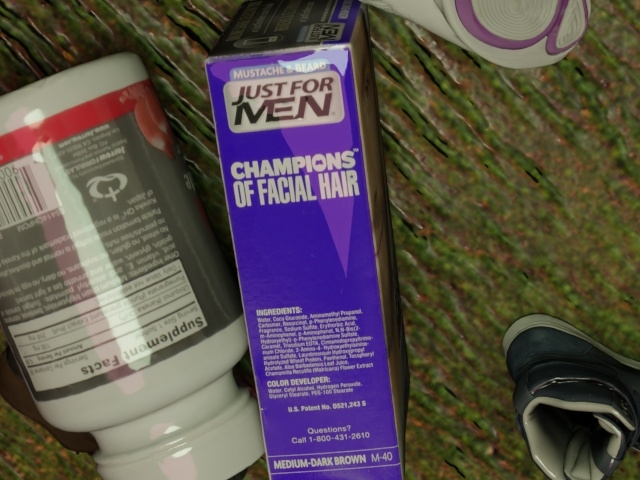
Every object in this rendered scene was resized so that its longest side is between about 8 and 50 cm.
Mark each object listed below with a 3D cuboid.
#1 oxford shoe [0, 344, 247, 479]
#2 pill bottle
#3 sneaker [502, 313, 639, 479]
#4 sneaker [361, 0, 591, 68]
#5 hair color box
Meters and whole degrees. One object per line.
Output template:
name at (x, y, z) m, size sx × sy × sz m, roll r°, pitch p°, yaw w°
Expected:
oxford shoe at (-0.167, 0.148, 1.215) m, size 0.227 × 0.083 × 0.096 m, roll 31°, pitch 132°, yaw -8°
pill bottle at (-0.156, 0.034, 1.082) m, size 0.176 × 0.176 × 0.318 m, roll -20°, pitch 98°, yaw 12°
sneaker at (0.250, 0.151, 1.124) m, size 0.226 × 0.163 × 0.086 m, roll 21°, pitch 110°, yaw -5°
sneaker at (0.063, -0.219, 1.033) m, size 0.305 × 0.152 × 0.114 m, roll 21°, pitch 101°, yaw -27°
hair color box at (0.000, 0.000, 1.076) m, size 0.110 × 0.185 × 0.338 m, roll -6°, pitch 111°, yaw 7°
